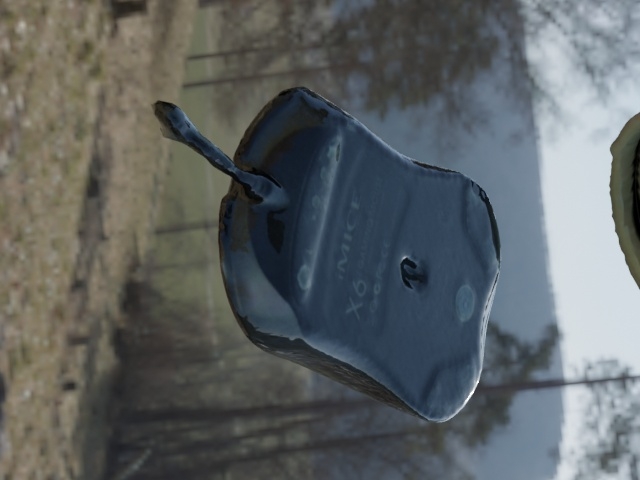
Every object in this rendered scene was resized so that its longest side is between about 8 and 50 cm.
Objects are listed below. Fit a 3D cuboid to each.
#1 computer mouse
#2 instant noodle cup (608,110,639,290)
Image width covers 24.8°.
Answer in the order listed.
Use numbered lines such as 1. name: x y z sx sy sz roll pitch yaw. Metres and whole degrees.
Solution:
1. computer mouse: 0.000 0.000 0.887 0.379 0.090 0.167 36 61 -50
2. instant noodle cup: 0.464 -0.040 1.431 0.340 0.266 0.340 161 -90 -73
